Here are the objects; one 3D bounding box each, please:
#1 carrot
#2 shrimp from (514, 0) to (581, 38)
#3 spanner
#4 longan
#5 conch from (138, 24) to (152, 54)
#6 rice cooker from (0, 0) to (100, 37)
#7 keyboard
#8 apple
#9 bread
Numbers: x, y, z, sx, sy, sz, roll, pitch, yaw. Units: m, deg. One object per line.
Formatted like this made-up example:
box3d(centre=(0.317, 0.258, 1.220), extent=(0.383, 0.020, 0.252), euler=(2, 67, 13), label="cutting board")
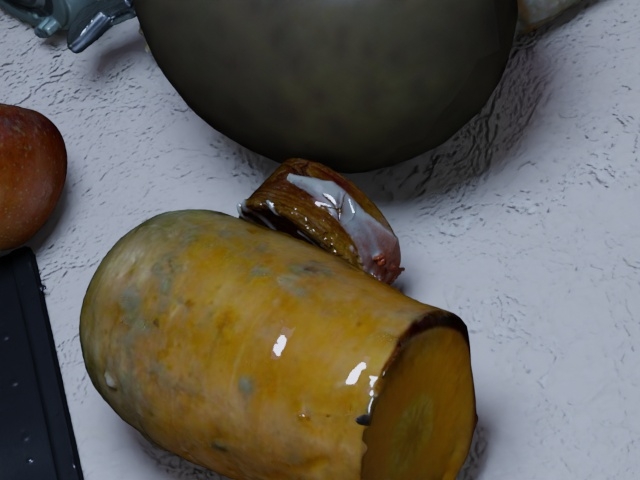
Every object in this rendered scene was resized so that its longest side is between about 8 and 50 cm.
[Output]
box3d(centre=(-0.041, 0.101, 1.592), extent=(0.340, 0.224, 0.224), euler=(17, 59, 35), label="carrot")
box3d(centre=(0.268, -0.341, 1.942), extent=(0.445, 0.110, 0.221), euler=(-29, 42, -1), label="shrimp")
box3d(centre=(-0.154, -0.313, 1.951), extent=(0.325, 0.026, 0.093), euler=(-50, 27, -17), label="spanner")
box3d(centre=(-0.003, -0.247, 1.749), extent=(0.336, 0.404, 0.404), euler=(-31, 49, -27), label="longan")
box3d(centre=(-0.106, -0.251, 1.993), extent=(0.155, 0.130, 0.207), euler=(33, 37, -1), label="conch")
box3d(centre=(-0.277, -0.396, 2.034), extent=(0.316, 0.264, 0.317), euler=(1, 71, -4), label="rice cooker")
box3d(centre=(-0.293, 0.133, 1.781), extent=(0.101, 0.018, 0.310), euler=(-22, 50, 1), label="keyboard")
box3d(centre=(-0.354, -0.058, 1.849), extent=(0.201, 0.201, 0.162), euler=(5, 91, 20), label="apple")
box3d(centre=(0.000, 0.000, 1.713), extent=(0.160, 0.160, 0.073), euler=(24, 59, 30), label="bread")
